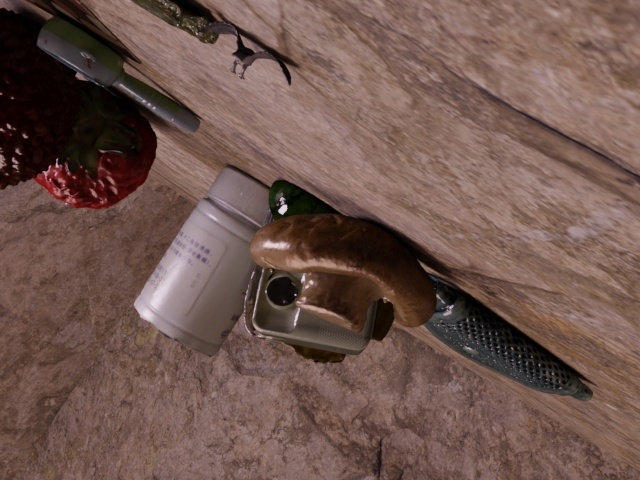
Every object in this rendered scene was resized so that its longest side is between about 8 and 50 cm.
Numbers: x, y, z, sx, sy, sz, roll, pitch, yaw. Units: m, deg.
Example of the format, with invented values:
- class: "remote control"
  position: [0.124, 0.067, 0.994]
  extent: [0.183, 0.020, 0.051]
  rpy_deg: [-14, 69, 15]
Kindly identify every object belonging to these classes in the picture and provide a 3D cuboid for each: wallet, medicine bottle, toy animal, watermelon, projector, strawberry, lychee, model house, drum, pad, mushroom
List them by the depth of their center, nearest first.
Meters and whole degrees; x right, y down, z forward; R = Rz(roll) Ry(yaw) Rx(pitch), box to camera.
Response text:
- class: "toy animal"
  position: [-0.059, -0.146, 0.664]
  extent: [0.084, 0.028, 0.050]
  rpy_deg: [34, 167, -4]
- class: "pad"
  position: [-0.348, -0.308, 1.059]
  extent: [0.235, 0.003, 0.158]
  rpy_deg: [31, 175, 22]
- class: "mushroom"
  position: [0.040, 0.031, 1.160]
  extent: [0.286, 0.156, 0.151]
  rpy_deg: [21, 163, 0]
- class: "drum"
  position: [-0.291, -0.232, 1.177]
  extent: [0.130, 0.049, 0.253]
  rpy_deg: [30, 179, 40]
- class: "watermelon"
  position: [-0.002, -0.042, 1.302]
  extent: [0.182, 0.075, 0.092]
  rpy_deg: [34, -141, -1]
- class: "lychee"
  position: [-0.542, -0.233, 1.351]
  extent: [0.306, 0.306, 0.330]
  rpy_deg: [34, -166, -16]
- class: "wallet"
  position: [0.267, 0.163, 1.389]
  extent: [0.342, 0.075, 0.237]
  rpy_deg: [35, 172, -19]
- class: "projector"
  position: [-0.018, 0.112, 1.474]
  extent: [0.243, 0.163, 0.177]
  rpy_deg: [12, 168, 4]
- class: "medicine bottle"
  position: [-0.195, 0.036, 1.596]
  extent: [0.190, 0.332, 0.190]
  rpy_deg: [33, 180, 0]
- class: "strawberry"
  position: [-0.453, -0.174, 1.619]
  extent: [0.257, 0.257, 0.277]
  rpy_deg: [33, 166, -3]
- class: "model house"
  position: [0.030, 0.130, 1.664]
  extent: [0.239, 0.268, 0.173]
  rpy_deg: [28, 165, -1]

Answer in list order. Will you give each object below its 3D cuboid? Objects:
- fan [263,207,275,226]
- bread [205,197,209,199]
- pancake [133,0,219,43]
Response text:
- class: "fan"
  position: [0.000, 0.000, 1.510]
  extent: [0.130, 0.074, 0.244]
  rpy_deg: [11, 165, 47]
- class: "bread"
  position: [-0.195, -0.046, 1.900]
  extent: [0.174, 0.132, 0.251]
  rpy_deg: [29, -176, -18]
- class: "pancake"
  position: [-0.144, -0.204, 0.670]
  extent: [0.116, 0.022, 0.129]
  rpy_deg: [32, 176, 38]
